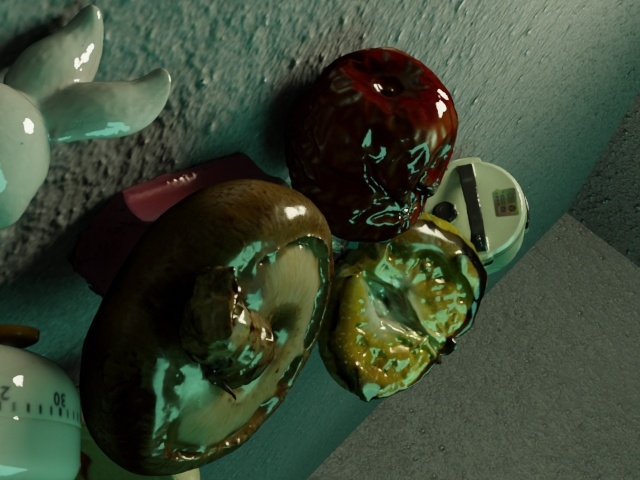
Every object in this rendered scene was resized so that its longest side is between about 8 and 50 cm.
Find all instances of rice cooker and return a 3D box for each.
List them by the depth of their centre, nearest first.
[{"bbox_3d":[0.322,-0.046,1.703,0.226,0.226,0.244,-49,158,-2],"label":"rice cooker"}]

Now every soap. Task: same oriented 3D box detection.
[{"bbox_3d":[-0.148,0.004,0.894,0.250,0.099,0.162,-25,150,-52],"label":"soap"}]

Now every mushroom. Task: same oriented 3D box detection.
[{"bbox_3d":[-0.102,0.079,0.760,0.297,0.163,0.278,-58,166,-10],"label":"mushroom"}]

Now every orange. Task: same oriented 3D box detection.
[{"bbox_3d":[0.130,0.110,1.556,0.369,0.271,0.210,-46,-156,-7],"label":"orange"}]

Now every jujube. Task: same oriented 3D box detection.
[{"bbox_3d":[0.055,-0.112,0.994,0.213,0.213,0.232,-38,154,-31],"label":"jujube"}]

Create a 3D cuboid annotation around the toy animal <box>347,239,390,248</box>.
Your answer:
[{"bbox_3d":[0.098,-0.036,1.385,0.208,0.100,0.104,-38,124,-66],"label":"toy animal"}]

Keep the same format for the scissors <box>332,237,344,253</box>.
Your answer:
[{"bbox_3d":[0.000,0.000,1.356,0.109,0.022,0.300,-47,162,4],"label":"scissors"}]

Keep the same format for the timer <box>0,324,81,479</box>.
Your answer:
[{"bbox_3d":[-0.310,0.178,0.643,0.233,0.240,0.233,-4,161,-1],"label":"timer"}]

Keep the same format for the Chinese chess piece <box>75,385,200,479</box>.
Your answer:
[{"bbox_3d":[-0.268,0.296,0.975,0.250,0.249,0.103,-53,-167,13],"label":"Chinese chess piece"}]

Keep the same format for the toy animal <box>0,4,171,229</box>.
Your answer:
[{"bbox_3d":[-0.217,-0.071,0.571,0.220,0.103,0.131,-30,153,-43],"label":"toy animal"}]
